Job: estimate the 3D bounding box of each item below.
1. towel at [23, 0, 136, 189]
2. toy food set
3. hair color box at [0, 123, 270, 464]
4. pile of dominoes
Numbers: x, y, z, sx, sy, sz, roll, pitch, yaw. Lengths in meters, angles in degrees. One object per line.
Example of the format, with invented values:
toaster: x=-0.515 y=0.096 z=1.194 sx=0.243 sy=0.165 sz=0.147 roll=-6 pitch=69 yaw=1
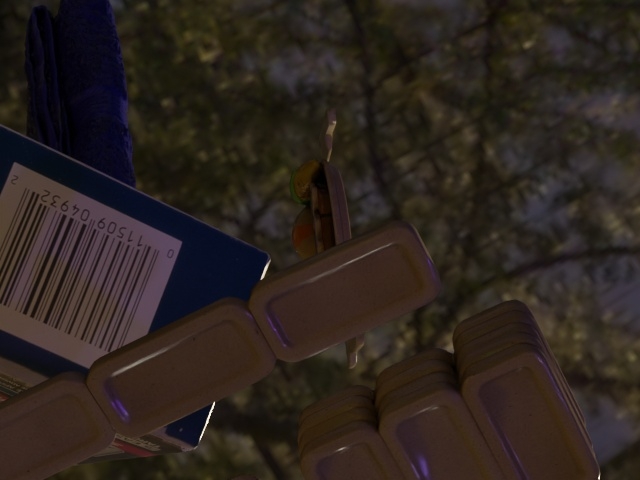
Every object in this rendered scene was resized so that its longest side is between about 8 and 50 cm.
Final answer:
towel: x=-0.198 y=-0.031 z=1.374 sx=0.308 sy=0.076 sz=0.227 roll=-103 pitch=-157 yaw=-50
toy food set: x=0.000 y=0.000 z=1.380 sx=0.132 sy=0.039 sz=0.192 roll=104 pitch=-21 yaw=-77
hair color box: x=-0.179 y=0.041 z=0.922 sx=0.174 sy=0.105 sz=0.347 roll=26 pitch=-18 yaw=-18
pile of dominoes: x=-0.026 y=0.110 z=0.614 sx=0.196 sy=0.251 sz=0.040 roll=61 pitch=10 yaw=-23
